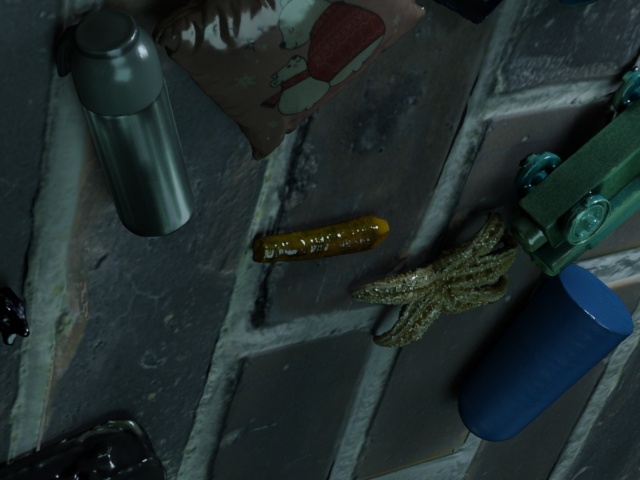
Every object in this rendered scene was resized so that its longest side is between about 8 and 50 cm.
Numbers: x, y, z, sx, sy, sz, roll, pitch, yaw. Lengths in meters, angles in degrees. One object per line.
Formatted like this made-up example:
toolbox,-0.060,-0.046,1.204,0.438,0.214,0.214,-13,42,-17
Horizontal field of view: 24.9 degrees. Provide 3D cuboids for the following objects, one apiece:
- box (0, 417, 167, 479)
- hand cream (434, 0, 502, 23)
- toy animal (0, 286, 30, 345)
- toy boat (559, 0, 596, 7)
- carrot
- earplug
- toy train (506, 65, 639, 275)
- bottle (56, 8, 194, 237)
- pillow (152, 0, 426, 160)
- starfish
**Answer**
box,-0.336,0.390,1.764,0.359,0.091,0.350,-24,142,-13
hand cream,0.213,-0.328,1.441,0.120,0.061,0.270,17,124,-46
toy animal,-0.366,0.075,1.410,0.105,0.070,0.202,-31,153,27
toy boat,0.386,-0.330,1.546,0.298,0.092,0.134,-31,147,-8
carrot,0.000,0.000,1.644,0.170,0.042,0.042,-9,136,-29
earplug,0.294,0.171,2.005,0.132,0.132,0.273,11,127,-45
toy train,0.362,-0.076,1.776,0.298,0.120,0.194,-39,148,-3
bottle,-0.181,-0.105,1.353,0.096,0.080,0.254,5,143,10
pillow,-0.020,-0.199,1.365,0.236,0.084,0.223,-38,146,6
starfish,0.146,0.058,1.808,0.238,0.071,0.216,1,125,-31
